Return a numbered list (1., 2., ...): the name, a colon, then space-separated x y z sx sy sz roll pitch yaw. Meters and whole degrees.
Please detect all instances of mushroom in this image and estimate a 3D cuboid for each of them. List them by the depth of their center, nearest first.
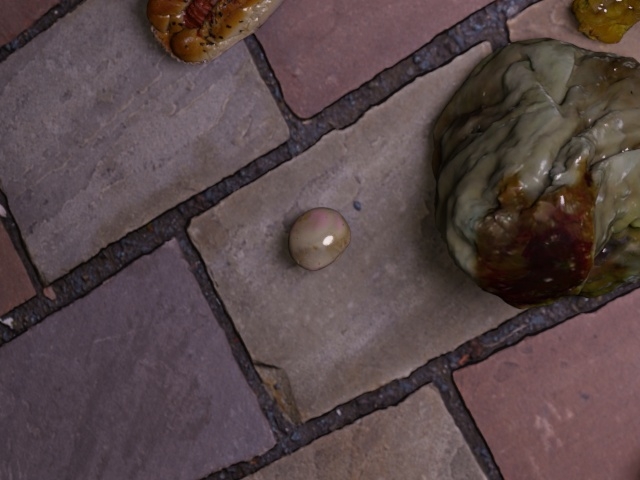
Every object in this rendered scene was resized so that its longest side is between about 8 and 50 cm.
1. mushroom: 0.000 0.000 1.536 0.083 0.084 0.067 -30 126 27

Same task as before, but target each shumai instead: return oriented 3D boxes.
1. shumai: 0.229 -0.066 1.302 0.309 0.263 0.304 -28 88 28

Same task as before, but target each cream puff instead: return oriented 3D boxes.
1. cream puff: 0.311 -0.254 1.342 0.083 0.058 0.083 -14 94 26

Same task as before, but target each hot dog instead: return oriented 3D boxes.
1. hot dog: -0.109 -0.325 1.532 0.268 0.075 0.144 -38 84 29
